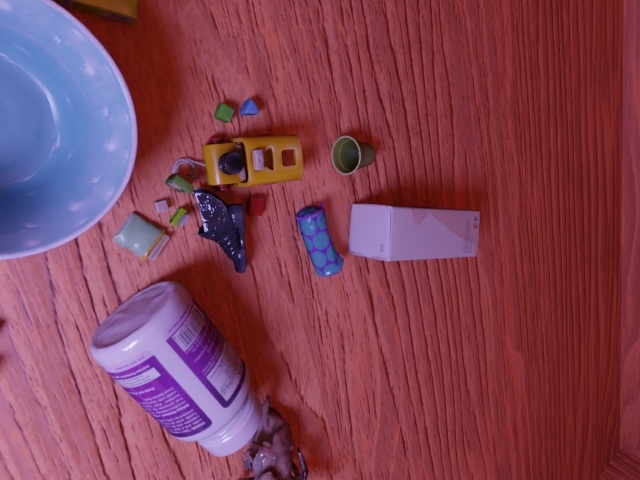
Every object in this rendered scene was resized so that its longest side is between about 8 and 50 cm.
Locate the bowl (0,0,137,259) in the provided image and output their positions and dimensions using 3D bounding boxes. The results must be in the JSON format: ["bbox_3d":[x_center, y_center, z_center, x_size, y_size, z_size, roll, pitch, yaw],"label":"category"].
[{"bbox_3d":[-0.414,-0.146,0.508,0.311,0.163,0.312,-19,118,-41],"label":"bowl"}]

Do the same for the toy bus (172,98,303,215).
[{"bbox_3d":[-0.129,-0.147,0.761,0.191,0.104,0.202,40,75,-32],"label":"toy bus"}]

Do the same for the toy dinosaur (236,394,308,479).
[{"bbox_3d":[-0.094,0.460,0.879,0.200,0.127,0.296,0,85,-42],"label":"toy dinosaur"}]

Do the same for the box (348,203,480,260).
[{"bbox_3d":[0.233,-0.022,1.007,0.311,0.148,0.121,-1,97,-36],"label":"box"}]

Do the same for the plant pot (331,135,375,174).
[{"bbox_3d":[0.081,-0.191,0.921,0.079,0.083,0.083,-14,106,-44],"label":"plant pot"}]

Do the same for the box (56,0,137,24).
[{"bbox_3d":[-0.330,-0.434,0.615,0.109,0.042,0.178,-1,99,-35],"label":"box"}]

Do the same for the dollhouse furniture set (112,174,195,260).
[{"bbox_3d":[-0.276,-0.038,0.705,0.076,0.058,0.152,38,76,-32],"label":"dollhouse furniture set"}]

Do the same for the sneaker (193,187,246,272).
[{"bbox_3d":[-0.187,-0.014,0.775,0.089,0.051,0.170,-5,115,-15],"label":"sneaker"}]

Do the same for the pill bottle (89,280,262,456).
[{"bbox_3d":[-0.229,0.231,0.715,0.169,0.169,0.302,-40,117,-23],"label":"pill bottle"}]

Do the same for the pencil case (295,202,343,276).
[{"bbox_3d":[0.000,0.000,0.897,0.070,0.064,0.152,-25,112,-12],"label":"pencil case"}]
